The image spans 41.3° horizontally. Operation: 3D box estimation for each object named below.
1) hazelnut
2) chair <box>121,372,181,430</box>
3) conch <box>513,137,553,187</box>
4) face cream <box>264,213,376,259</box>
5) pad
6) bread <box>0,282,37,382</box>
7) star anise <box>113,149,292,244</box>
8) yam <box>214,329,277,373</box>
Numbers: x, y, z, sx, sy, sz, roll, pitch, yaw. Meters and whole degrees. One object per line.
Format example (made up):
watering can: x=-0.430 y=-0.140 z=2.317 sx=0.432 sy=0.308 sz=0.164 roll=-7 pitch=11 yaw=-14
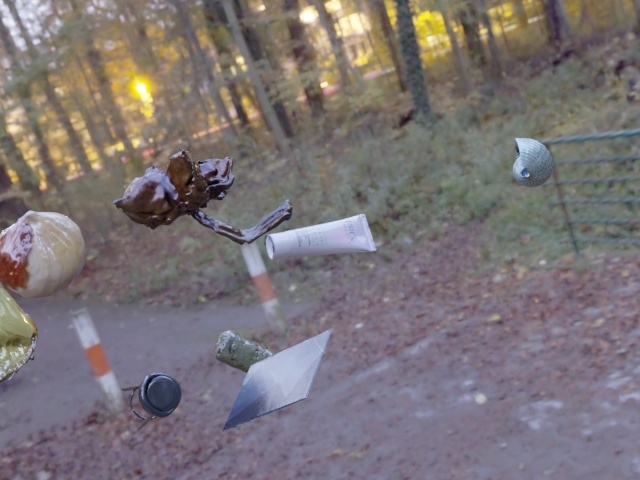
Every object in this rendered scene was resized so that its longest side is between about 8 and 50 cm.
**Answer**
hazelnut: x=-0.762 y=0.032 z=2.277 sx=0.261 sy=0.241 sz=0.261 roll=-9 pitch=22 yaw=4
chair: x=-0.361 y=0.341 z=1.841 sx=0.095 sy=0.104 sz=0.221 roll=-24 pitch=-5 yaw=-25
conch: x=0.303 y=-0.113 z=1.212 sx=0.056 sy=0.076 sz=0.085 roll=-16 pitch=6 yaw=4
face cream: x=0.000 y=0.000 z=1.857 sx=0.243 sy=0.092 sz=0.058 roll=-9 pitch=-20 yaw=-21
pad: x=-0.083 y=0.262 z=1.582 sx=0.243 sy=0.004 sz=0.164 roll=-30 pitch=26 yaw=39
bread: x=-0.695 y=0.211 z=1.719 sx=0.162 sy=0.204 sz=0.262 roll=-42 pitch=10 yaw=21
star anise: x=-0.218 y=-0.084 z=1.606 sx=0.346 sy=0.148 sz=0.237 roll=10 pitch=-26 yaw=-24
yam: x=-0.147 y=0.260 z=1.872 sx=0.078 sy=0.179 sz=0.078 roll=-53 pitch=21 yaw=30
